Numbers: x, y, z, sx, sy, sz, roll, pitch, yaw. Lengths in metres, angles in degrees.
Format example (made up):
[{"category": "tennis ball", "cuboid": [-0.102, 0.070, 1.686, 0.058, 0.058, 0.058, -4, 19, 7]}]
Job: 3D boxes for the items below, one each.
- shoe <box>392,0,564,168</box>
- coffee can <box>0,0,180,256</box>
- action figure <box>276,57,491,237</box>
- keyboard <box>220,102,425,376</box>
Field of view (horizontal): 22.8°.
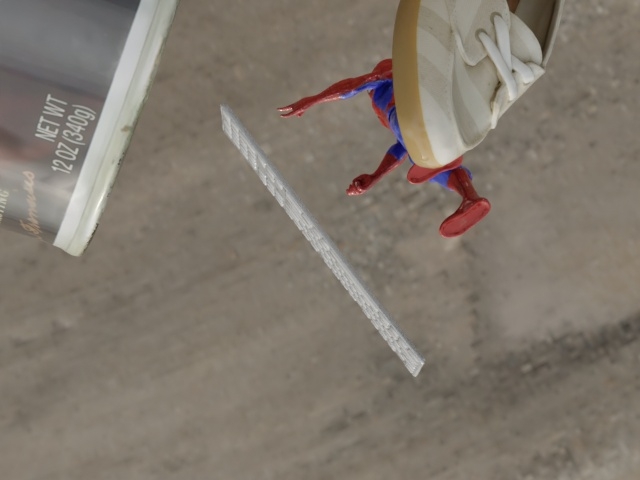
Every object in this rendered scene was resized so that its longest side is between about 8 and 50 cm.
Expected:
[{"category": "shoe", "cuboid": [0.090, -0.124, 0.817, 0.058, 0.219, 0.076, -6, 133, 31]}, {"category": "coffee can", "cuboid": [-0.194, -0.130, 0.626, 0.275, 0.201, 0.201, 18, 133, -10]}, {"category": "action figure", "cuboid": [0.050, -0.081, 1.421, 0.139, 0.280, 0.091, -27, 116, 6]}, {"category": "keyboard", "cuboid": [0.000, 0.000, 1.244, 0.014, 0.256, 0.072, -38, 170, -3]}]
